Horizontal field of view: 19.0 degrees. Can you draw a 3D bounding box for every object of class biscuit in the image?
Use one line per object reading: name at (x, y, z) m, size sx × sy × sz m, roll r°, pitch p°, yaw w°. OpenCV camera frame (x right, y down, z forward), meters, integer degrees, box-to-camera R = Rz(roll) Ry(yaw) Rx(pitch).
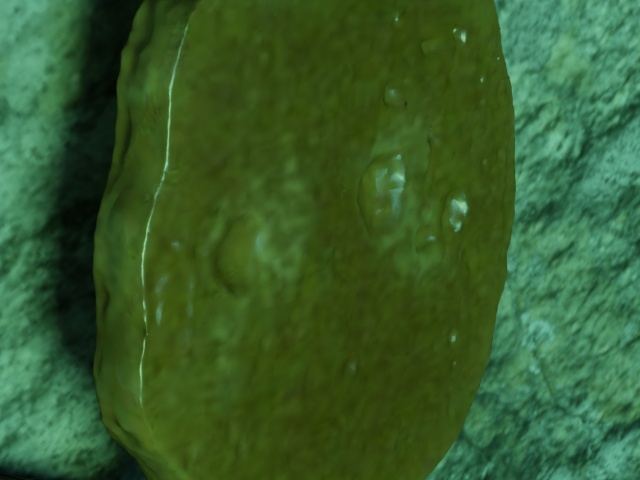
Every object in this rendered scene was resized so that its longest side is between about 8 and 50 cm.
biscuit at (-0.002, -0.001, 1.141) m, size 0.365 × 0.062 × 0.385 m, roll -21°, pitch 119°, yaw -49°

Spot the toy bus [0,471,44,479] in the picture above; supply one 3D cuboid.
toy bus at (-0.178, 0.199, 1.099) m, size 0.317 × 0.112 × 0.138 m, roll 20°, pitch 88°, yaw -47°
